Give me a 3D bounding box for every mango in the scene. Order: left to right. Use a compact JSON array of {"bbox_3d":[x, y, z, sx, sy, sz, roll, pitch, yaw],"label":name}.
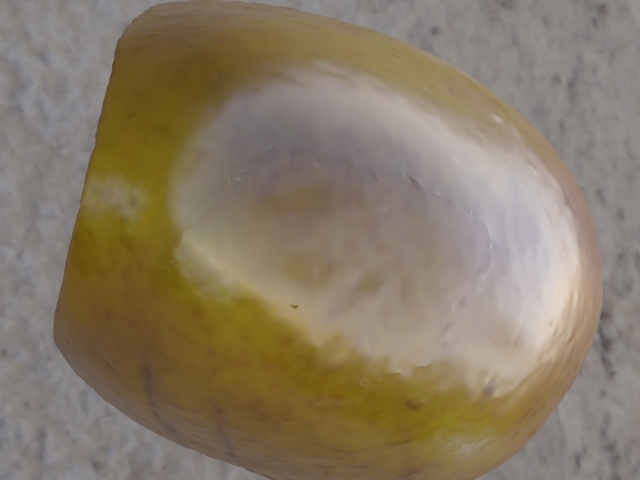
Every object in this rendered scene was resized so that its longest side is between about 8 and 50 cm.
[{"bbox_3d":[0.000,0.000,0.519,0.350,0.199,0.201,37,40,-81],"label":"mango"}]
